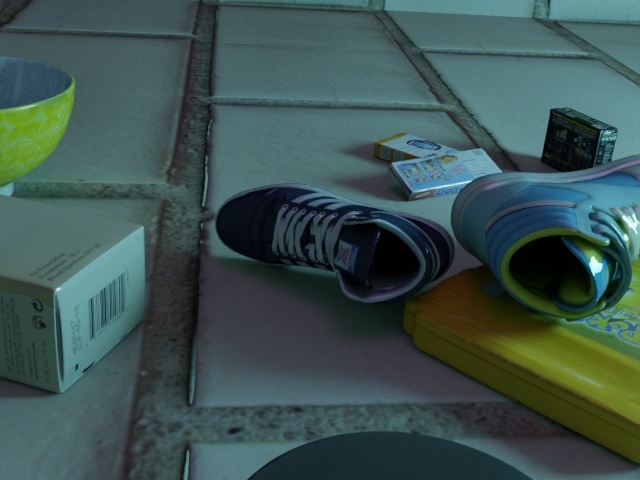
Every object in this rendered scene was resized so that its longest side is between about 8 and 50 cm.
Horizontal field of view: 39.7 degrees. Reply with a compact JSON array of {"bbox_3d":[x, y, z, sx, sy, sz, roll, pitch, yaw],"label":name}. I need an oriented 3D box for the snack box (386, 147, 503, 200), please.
[{"bbox_3d":[0.188,-0.100,1.321,0.178,0.022,0.064,-12,53,-31],"label":"snack box"}]

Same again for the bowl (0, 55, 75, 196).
[{"bbox_3d":[-0.465,-0.134,1.155,0.289,0.156,0.289,3,25,-1],"label":"bowl"}]

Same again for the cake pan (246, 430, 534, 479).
[{"bbox_3d":[0.055,0.225,0.588,0.293,0.054,0.293,3,25,-1],"label":"cake pan"}]

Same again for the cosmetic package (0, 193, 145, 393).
[{"bbox_3d":[-0.345,0.031,0.874,0.309,0.113,0.160,12,26,15],"label":"cosmetic package"}]

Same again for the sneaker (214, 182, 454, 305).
[{"bbox_3d":[0.000,0.000,0.968,0.282,0.099,0.153,9,11,13],"label":"sneaker"}]

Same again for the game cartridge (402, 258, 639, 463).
[{"bbox_3d":[0.286,0.085,0.931,0.285,0.053,0.323,25,31,37],"label":"game cartridge"}]

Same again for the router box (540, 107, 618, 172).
[{"bbox_3d":[0.410,-0.151,1.409,0.038,0.092,0.122,-9,28,-26],"label":"router box"}]

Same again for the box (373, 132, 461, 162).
[{"bbox_3d":[0.162,-0.136,1.416,0.136,0.028,0.081,26,32,34],"label":"box"}]

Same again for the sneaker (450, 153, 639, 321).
[{"bbox_3d":[0.312,0.002,0.920,0.318,0.127,0.208,-8,24,-2],"label":"sneaker"}]
